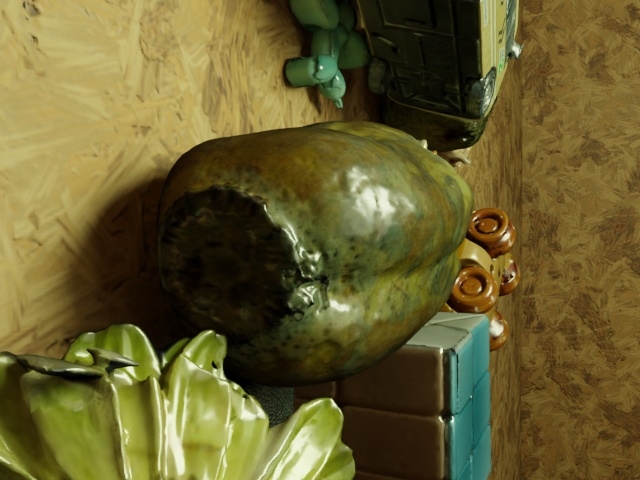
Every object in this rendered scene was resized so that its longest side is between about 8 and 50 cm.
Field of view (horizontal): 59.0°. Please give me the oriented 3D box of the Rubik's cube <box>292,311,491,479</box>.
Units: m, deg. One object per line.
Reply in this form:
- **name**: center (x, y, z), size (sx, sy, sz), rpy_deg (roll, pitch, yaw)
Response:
- **Rubik's cube**: center (0.089, 0.215, 0.727), size (0.231, 0.222, 0.224), rpy_deg (-6, 96, -63)

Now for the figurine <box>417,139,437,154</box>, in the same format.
- **figurine**: center (0.124, -0.041, 0.843), size (0.344, 0.187, 0.214), rpy_deg (-28, 107, -69)

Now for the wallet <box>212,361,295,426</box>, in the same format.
- **wallet**: center (-0.107, 0.235, 0.514), size (0.221, 0.072, 0.262), rpy_deg (-14, 111, -63)

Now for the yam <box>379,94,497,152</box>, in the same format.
- **yam**: center (0.208, -0.309, 0.973), size (0.195, 0.195, 0.299), rpy_deg (37, 57, -58)

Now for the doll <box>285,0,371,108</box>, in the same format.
- **doll**: center (0.015, -0.259, 0.742), size (0.159, 0.059, 0.159), rpy_deg (21, 71, -60)

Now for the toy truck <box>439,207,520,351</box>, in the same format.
- **toy truck**: center (0.246, 0.080, 1.053), size (0.204, 0.212, 0.287), rpy_deg (59, 44, -48)

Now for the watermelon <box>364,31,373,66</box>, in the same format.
- **watermelon**: center (0.104, -0.318, 0.913), size (0.085, 0.061, 0.085), rpy_deg (-22, 117, -54)

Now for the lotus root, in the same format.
- **lotus root**: center (0.000, 0.000, 0.529), size (0.346, 0.251, 0.250), rpy_deg (-16, 105, -63)

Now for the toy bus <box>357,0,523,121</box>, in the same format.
- **toy bus**: center (0.149, -0.310, 0.685), size (0.201, 0.177, 0.365), rpy_deg (-64, 157, -13)

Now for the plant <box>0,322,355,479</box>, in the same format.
- **plant**: center (-0.105, 0.172, 0.299), size (0.297, 0.306, 0.261), rpy_deg (145, -77, -75)

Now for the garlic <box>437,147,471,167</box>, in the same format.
- **garlic**: center (0.244, -0.246, 1.157), size (0.217, 0.110, 0.227), rpy_deg (49, 36, -38)
